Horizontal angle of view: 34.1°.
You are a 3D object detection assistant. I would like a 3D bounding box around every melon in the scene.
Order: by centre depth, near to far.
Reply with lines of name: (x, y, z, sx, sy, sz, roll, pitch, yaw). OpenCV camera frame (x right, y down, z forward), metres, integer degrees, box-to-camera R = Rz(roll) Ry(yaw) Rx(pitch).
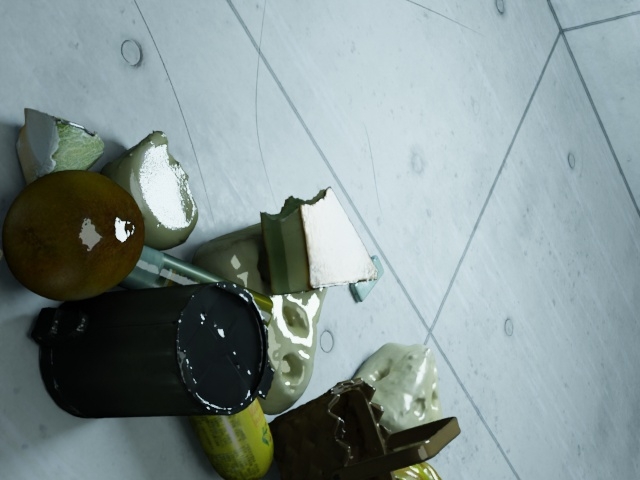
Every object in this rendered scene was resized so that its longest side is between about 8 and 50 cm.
melon: (-0.418, -0.131, 1.624, 0.139, 0.093, 0.202, -58, 164, -7)

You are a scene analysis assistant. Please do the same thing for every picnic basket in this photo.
picnic basket: (0.086, 0.400, 1.943, 0.254, 0.321, 0.291, -4, 75, -67)

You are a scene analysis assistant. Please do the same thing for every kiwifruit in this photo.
kiwifruit: (-0.362, -0.008, 1.564, 0.234, 0.196, 0.196, -9, 91, -76)

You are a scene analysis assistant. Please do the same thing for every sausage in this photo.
sausage: (-0.174, 0.285, 1.824, 0.123, 0.123, 0.347, -43, 117, -48)

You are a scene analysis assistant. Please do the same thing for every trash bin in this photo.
trash bin: (-0.254, 0.169, 1.588, 0.252, 0.302, 0.203, 43, 52, -41)

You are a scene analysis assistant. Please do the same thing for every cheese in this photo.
cheese: (-0.287, -0.070, 1.765, 0.175, 0.091, 0.202, -55, 128, -43)
cheese: (-0.068, 0.118, 1.984, 0.328, 0.130, 0.351, -34, 109, -48)
cheese: (0.157, 0.374, 2.218, 0.248, 0.174, 0.251, -31, 114, -53)

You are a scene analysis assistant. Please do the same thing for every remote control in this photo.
remote control: (0.105, 0.084, 2.321, 0.124, 0.018, 0.053, -51, 125, -44)

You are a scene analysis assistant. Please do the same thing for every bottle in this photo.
bottle: (-0.219, 0.082, 1.750, 0.286, 0.082, 0.082, 25, 62, -23)

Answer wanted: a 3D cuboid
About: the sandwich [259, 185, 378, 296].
sandwich: (0.000, 0.000, 1.911, 0.220, 0.108, 0.186, -3, 84, -53)

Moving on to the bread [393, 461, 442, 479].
bread: (0.195, 0.616, 2.229, 0.333, 0.160, 0.333, 15, 71, -54)

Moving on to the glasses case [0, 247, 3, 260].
glasses case: (-0.515, 0.074, 1.442, 0.051, 0.081, 0.204, 57, 45, -27)
